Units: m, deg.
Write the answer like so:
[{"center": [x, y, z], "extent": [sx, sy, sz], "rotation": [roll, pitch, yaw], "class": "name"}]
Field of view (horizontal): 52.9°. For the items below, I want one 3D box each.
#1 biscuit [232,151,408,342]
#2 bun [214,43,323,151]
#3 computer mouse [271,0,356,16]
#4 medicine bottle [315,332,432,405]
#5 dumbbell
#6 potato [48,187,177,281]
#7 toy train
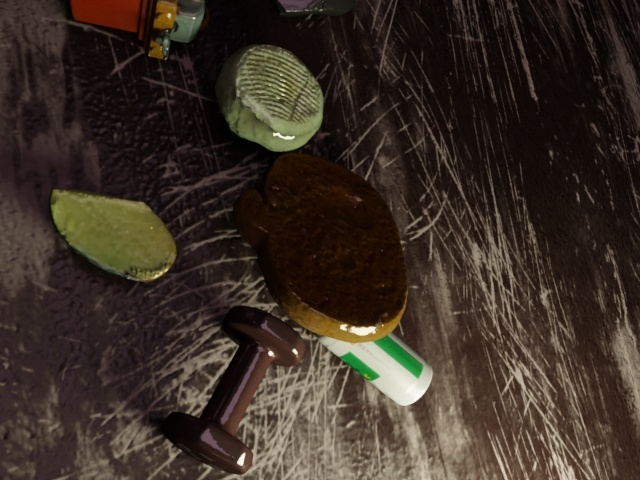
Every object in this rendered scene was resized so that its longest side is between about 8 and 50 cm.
[{"center": [-0.001, 0.001, 1.075], "extent": [0.314, 0.063, 0.367], "rotation": [15, 47, -22], "class": "biscuit"}, {"center": [-0.094, -0.240, 1.115], "extent": [0.195, 0.118, 0.195], "rotation": [14, 66, -33], "class": "bun"}, {"center": [-0.011, -0.504, 1.272], "extent": [0.217, 0.073, 0.122], "rotation": [-13, 83, -32], "class": "computer mouse"}, {"center": [0.074, 0.175, 1.102], "extent": [0.260, 0.095, 0.095], "rotation": [42, 59, -15], "class": "medicine bottle"}, {"center": [-0.124, 0.218, 0.953], "extent": [0.140, 0.124, 0.225], "rotation": [38, 60, -16], "class": "dumbbell"}, {"center": [-0.311, -0.009, 0.955], "extent": [0.198, 0.054, 0.119], "rotation": [23, 65, -18], "class": "potato"}, {"center": [-0.284, -0.468, 1.053], "extent": [0.232, 0.163, 0.369], "rotation": [5, 73, -21], "class": "toy train"}]
